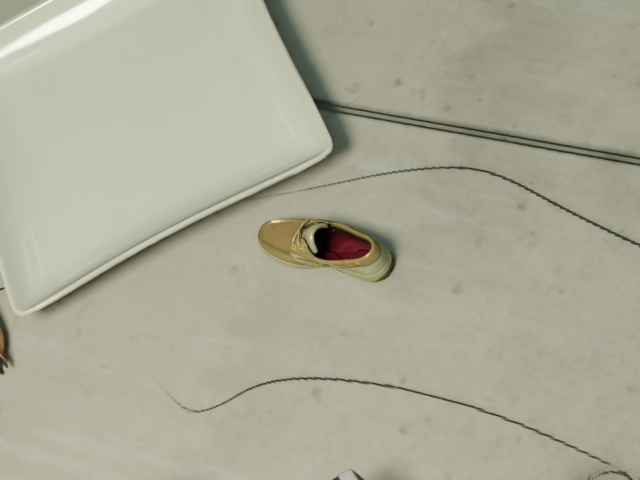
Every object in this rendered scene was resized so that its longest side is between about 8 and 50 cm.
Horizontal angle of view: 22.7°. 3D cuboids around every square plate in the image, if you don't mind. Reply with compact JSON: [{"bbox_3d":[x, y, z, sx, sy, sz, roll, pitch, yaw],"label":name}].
[{"bbox_3d":[-0.189,-0.129,1.581,0.344,0.049,0.347,-27,58,6],"label":"square plate"}]

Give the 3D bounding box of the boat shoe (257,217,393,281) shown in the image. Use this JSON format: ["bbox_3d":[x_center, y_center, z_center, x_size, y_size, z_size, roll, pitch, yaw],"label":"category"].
[{"bbox_3d":[0.000,0.000,1.441,0.135,0.045,0.050,10,68,26],"label":"boat shoe"}]

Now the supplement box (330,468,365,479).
[{"bbox_3d":[-0.033,0.308,1.277,0.239,0.073,0.130,-34,60,1],"label":"supplement box"}]

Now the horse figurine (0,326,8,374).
[{"bbox_3d":[-0.404,0.014,1.547,0.066,0.174,0.263,-60,39,23],"label":"horse figurine"}]
